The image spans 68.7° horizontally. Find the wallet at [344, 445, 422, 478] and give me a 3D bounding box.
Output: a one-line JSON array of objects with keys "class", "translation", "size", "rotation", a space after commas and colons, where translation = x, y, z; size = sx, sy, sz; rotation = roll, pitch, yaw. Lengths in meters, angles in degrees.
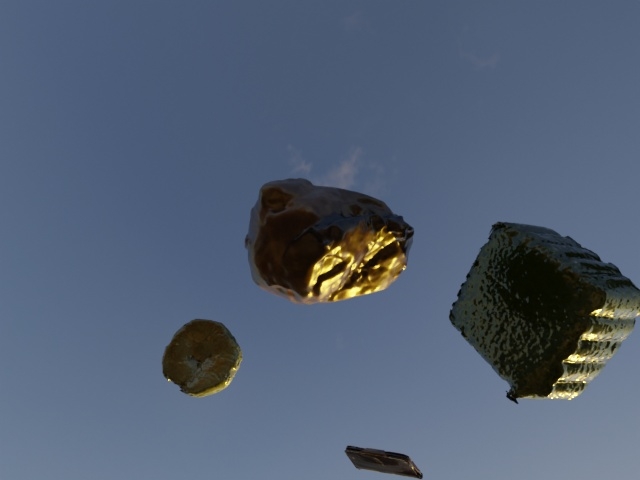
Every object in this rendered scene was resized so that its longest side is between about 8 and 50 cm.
[{"class": "wallet", "translation": [0.149, 0.534, 1.133], "size": [0.176, 0.026, 0.095], "rotation": [-9, -54, 36]}]

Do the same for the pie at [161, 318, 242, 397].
[{"class": "pie", "translation": [-0.123, 0.121, 0.487], "size": [0.084, 0.084, 0.020], "rotation": [8, -30, 10]}]

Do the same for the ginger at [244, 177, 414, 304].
[{"class": "ginger", "translation": [0.000, 0.003, 0.818], "size": [0.223, 0.269, 0.200], "rotation": [40, -55, 37]}]

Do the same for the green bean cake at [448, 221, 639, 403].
[{"class": "green bean cake", "translation": [0.379, 0.118, 0.815], "size": [0.156, 0.250, 0.247], "rotation": [7, -65, -29]}]
